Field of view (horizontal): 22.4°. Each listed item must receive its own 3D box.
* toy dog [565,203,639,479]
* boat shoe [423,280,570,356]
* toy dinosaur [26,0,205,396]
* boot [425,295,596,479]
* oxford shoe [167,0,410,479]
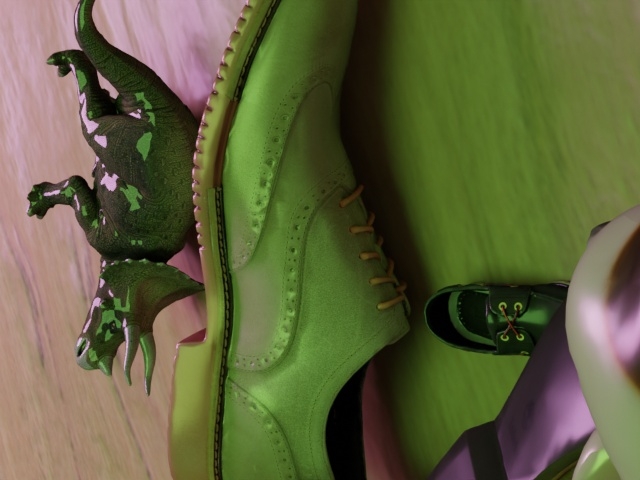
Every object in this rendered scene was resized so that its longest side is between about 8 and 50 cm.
[{"bbox_3d":[0.222,0.144,0.629,0.395,0.285,0.407,-7,101,55],"label":"toy dog"},{"bbox_3d":[0.117,0.049,0.966,0.133,0.042,0.048,4,103,51],"label":"boat shoe"},{"bbox_3d":[-0.137,-0.056,1.227,0.160,0.121,0.313,31,122,29],"label":"toy dinosaur"},{"bbox_3d":[0.168,0.108,0.892,0.305,0.115,0.112,-54,19,33],"label":"boot"},{"bbox_3d":[0.000,0.000,1.062,0.147,0.140,0.397,15,114,19],"label":"oxford shoe"}]
